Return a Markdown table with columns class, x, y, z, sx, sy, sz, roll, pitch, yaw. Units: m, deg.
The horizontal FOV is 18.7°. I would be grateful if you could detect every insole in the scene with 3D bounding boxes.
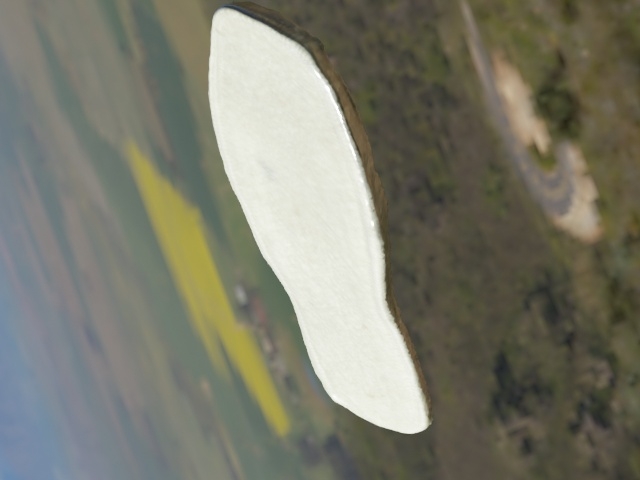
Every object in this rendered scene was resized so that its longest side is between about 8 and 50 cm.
| class | x | y | z | sx | sy | sz | roll | pitch | yaw |
| --- | --- | --- | --- | --- | --- | --- | --- | --- | --- |
| insole | 0.000 | 0.000 | 0.557 | 0.063 | 0.010 | 0.192 | 29 | 154 | 31 |
